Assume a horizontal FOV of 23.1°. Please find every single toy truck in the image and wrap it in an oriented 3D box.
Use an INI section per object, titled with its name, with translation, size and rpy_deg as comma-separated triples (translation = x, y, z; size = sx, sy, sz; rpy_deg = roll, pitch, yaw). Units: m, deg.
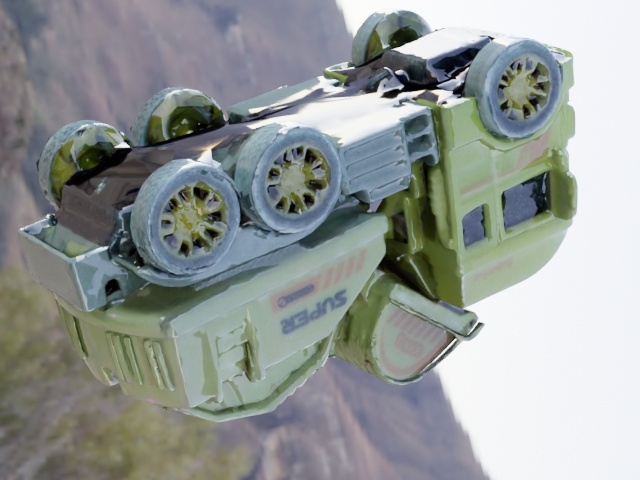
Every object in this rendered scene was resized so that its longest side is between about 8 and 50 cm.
[toy truck]
translation = 0.000, 0.000, 0.530
size = 0.085, 0.191, 0.116
rpy_deg = 23, -50, 52
